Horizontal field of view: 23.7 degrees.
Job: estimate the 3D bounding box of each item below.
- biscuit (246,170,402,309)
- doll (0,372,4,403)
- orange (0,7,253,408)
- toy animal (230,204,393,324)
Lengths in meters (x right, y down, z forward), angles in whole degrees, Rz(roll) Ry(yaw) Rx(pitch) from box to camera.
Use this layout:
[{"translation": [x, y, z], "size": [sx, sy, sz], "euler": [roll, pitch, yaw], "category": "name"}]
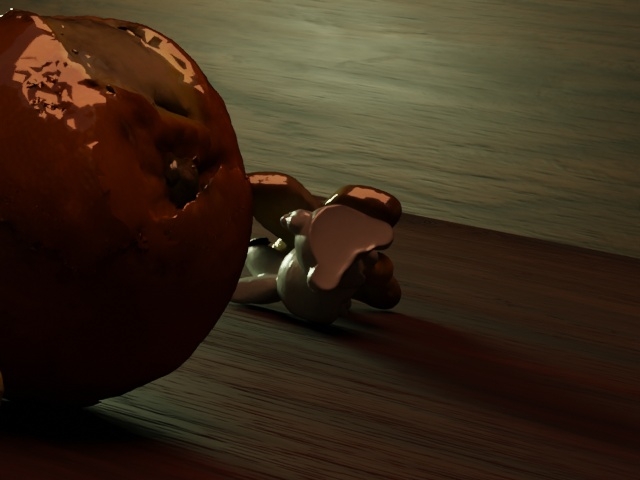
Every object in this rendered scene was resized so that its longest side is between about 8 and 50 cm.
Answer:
[{"translation": [0.001, 0.000, 1.518], "size": [0.164, 0.047, 0.208], "euler": [8, -28, 8], "category": "biscuit"}, {"translation": [-0.289, 0.051, 0.676], "size": [0.293, 0.119, 0.138], "euler": [12, -5, -34], "category": "doll"}, {"translation": [-0.158, -0.019, 0.914], "size": [0.240, 0.240, 0.240], "euler": [9, 5, -1], "category": "orange"}, {"translation": [-0.008, 0.021, 1.432], "size": [0.127, 0.131, 0.182], "euler": [45, -31, 3], "category": "toy animal"}]
